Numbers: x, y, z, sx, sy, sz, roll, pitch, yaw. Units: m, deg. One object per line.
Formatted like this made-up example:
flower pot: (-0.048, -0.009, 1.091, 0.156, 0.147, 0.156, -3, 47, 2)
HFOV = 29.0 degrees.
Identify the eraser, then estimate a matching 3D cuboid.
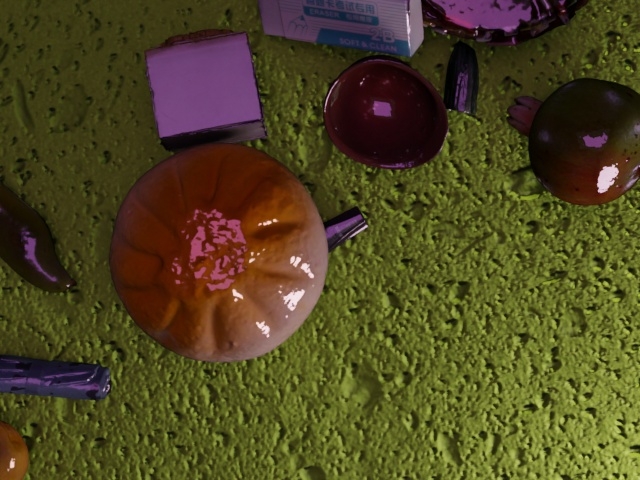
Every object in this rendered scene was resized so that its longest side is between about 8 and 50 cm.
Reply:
eraser: (0.026, -0.311, 1.661, 0.225, 0.096, 0.052, 12, 50, 21)

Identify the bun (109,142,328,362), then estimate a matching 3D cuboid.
bun: (-0.142, 0.020, 1.634, 0.298, 0.165, 0.299, 0, 91, 5)

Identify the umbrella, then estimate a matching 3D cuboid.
umbrella: (-0.413, 0.185, 1.703, 0.250, 0.052, 0.053, 7, 89, 0)

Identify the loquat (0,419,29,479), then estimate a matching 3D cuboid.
loquat: (-0.465, 0.297, 1.672, 0.137, 0.113, 0.137, -1, 85, 14)

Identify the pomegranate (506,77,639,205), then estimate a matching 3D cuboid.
pomegranate: (0.344, -0.145, 1.668, 0.209, 0.180, 0.180, 32, 88, 30)

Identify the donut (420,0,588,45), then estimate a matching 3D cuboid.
donut: (0.217, -0.396, 1.685, 0.345, 0.136, 0.259, 27, 90, 2)

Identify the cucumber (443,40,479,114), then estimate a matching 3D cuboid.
cucumber: (0.199, -0.226, 1.721, 0.048, 0.048, 0.105, 5, 86, 0)

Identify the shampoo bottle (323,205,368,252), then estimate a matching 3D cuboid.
shampoo bottle: (0.000, 0.000, 1.722, 0.137, 0.027, 0.048, -30, 97, -1)

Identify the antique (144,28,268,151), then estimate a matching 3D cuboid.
antique: (-0.154, -0.204, 1.668, 0.146, 0.152, 0.148, -9, 86, -1)

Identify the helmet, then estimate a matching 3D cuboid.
helmet: (0.092, -0.186, 1.687, 0.175, 0.106, 0.155, 26, 117, -9)

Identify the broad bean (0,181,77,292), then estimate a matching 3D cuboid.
broad bean: (-0.457, -0.046, 1.710, 0.325, 0.067, 0.075, 43, 58, 3)
